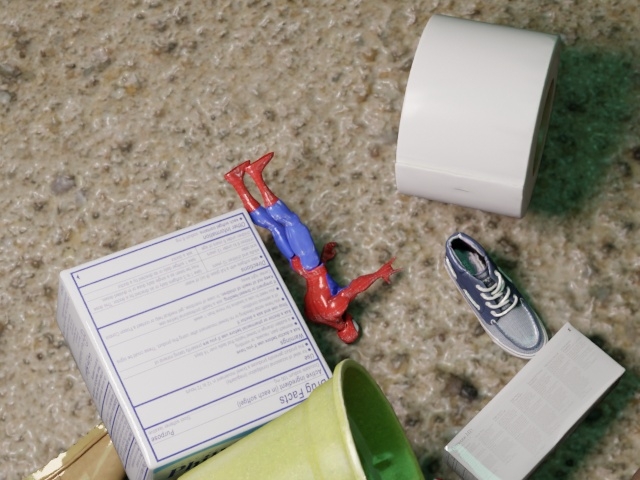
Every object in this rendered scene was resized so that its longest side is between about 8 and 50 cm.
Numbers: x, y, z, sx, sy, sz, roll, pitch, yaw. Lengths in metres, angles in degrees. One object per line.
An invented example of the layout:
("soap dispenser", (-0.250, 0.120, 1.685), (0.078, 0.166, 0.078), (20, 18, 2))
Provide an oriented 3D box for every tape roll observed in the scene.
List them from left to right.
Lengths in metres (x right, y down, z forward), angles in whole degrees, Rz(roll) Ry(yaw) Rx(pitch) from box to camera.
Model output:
("tape roll", (0.209, -0.163, 1.735), (0.169, 0.246, 0.246), (12, 75, 12))

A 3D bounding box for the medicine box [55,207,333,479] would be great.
("medicine box", (-0.163, 0.144, 1.702), (0.263, 0.149, 0.289), (-20, 69, -23))

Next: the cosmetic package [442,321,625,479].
("cosmetic package", (0.270, 0.222, 1.682), (0.239, 0.060, 0.099), (-42, 71, -17))

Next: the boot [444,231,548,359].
("boot", (0.227, 0.074, 1.741), (0.069, 0.086, 0.190), (-40, 71, -5))

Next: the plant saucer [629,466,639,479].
("plant saucer", (0.510, 0.369, 1.604), (0.310, 0.050, 0.311), (-6, 63, 12))

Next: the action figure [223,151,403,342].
("action figure", (0.000, 0.000, 1.779), (0.139, 0.091, 0.280), (-34, 102, -33))

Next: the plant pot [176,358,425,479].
("plant pot", (-0.026, 0.314, 1.555), (0.253, 0.276, 0.276), (-24, 71, 12))

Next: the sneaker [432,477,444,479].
("sneaker", (0.202, 0.330, 1.690), (0.118, 0.042, 0.067), (42, 87, 10))

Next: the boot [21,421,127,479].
("boot", (-0.244, 0.379, 1.729), (0.236, 0.089, 0.269), (-36, 74, -1))
